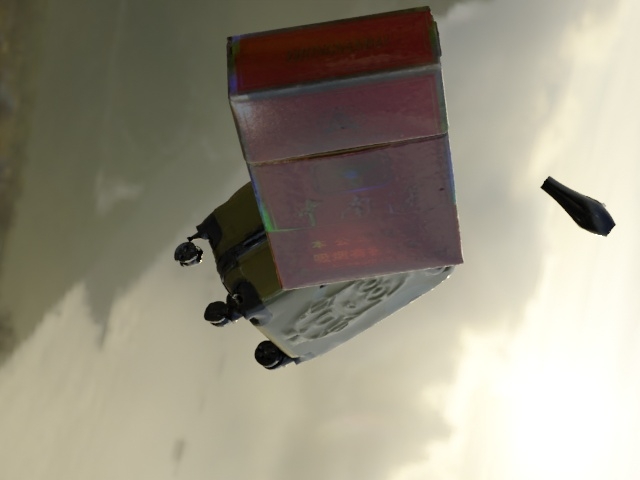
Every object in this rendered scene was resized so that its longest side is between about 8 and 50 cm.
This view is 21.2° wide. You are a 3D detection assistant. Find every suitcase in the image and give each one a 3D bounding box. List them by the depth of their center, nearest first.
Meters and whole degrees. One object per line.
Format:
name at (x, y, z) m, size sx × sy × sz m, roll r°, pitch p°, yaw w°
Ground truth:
suitcase at (0.000, 0.000, 1.596) m, size 0.143 × 0.235 × 0.194 m, roll 61°, pitch 5°, yaw 25°

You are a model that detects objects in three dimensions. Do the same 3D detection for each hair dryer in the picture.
hair dryer at (0.251, -0.035, 1.629) m, size 0.031 × 0.079 × 0.083 m, roll -54°, pitch 168°, yaw 16°

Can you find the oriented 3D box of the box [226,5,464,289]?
box at (0.018, -0.045, 0.930) m, size 0.175 × 0.112 × 0.048 m, roll 75°, pitch 8°, yaw -53°
